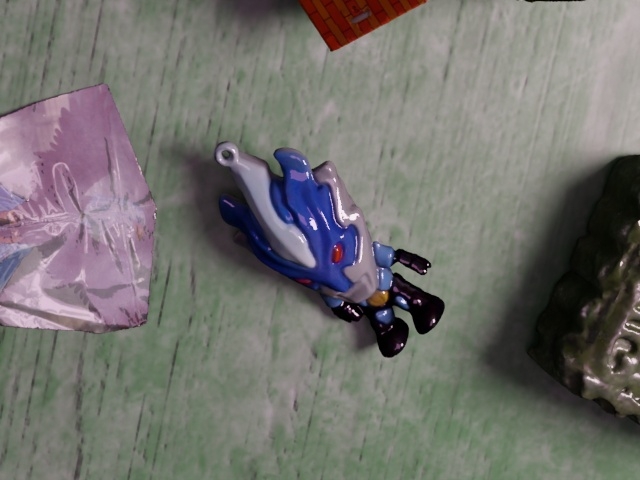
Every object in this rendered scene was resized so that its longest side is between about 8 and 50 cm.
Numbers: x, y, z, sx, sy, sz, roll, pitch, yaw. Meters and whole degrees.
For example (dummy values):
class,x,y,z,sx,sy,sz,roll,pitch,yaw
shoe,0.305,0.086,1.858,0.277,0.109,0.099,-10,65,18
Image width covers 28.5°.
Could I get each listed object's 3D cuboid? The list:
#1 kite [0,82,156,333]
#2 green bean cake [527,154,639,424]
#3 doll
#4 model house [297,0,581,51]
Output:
class,x,y,z,sx,sy,sz,roll,pitch,yaw
kite,-0.263,0.009,0.848,0.310,0.015,0.169,-14,103,-7
green bean cake,0.262,0.049,0.896,0.173,0.094,0.181,27,96,-13
doll,0.000,0.000,0.863,0.195,0.070,0.096,43,122,-17
model house,0.021,-0.230,0.754,0.154,0.207,0.294,-35,103,2
